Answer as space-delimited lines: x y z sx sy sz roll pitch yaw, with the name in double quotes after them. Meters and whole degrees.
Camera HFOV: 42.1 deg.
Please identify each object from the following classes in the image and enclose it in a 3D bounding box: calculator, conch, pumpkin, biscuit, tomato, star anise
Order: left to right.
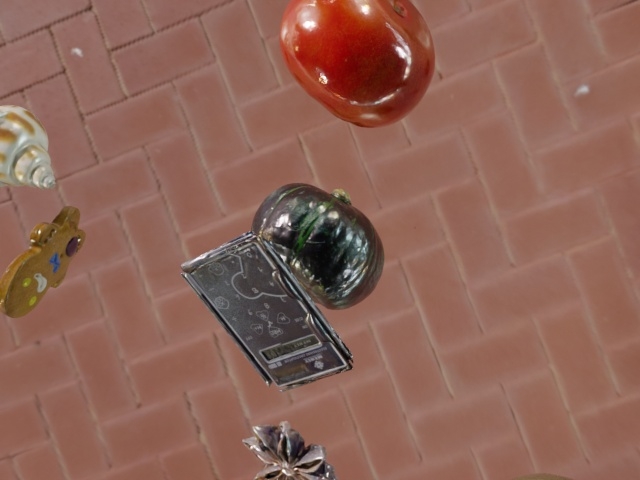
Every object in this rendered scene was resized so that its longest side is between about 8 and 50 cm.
-0.578 -0.166 1.471 0.275 0.183 0.148 9 102 22 "conch"
-0.522 0.046 1.566 0.039 0.180 0.236 25 57 12 "biscuit"
-0.081 0.114 1.257 0.166 0.028 0.274 -24 113 28 "calculator"
-0.055 0.420 1.610 0.230 0.081 0.262 23 132 30 "star anise"
0.000 0.000 1.805 0.315 0.315 0.238 34 86 5 "pumpkin"
0.048 -0.227 0.978 0.136 0.195 0.195 -38 86 35 "tomato"

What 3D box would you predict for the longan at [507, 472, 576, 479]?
0.342 0.530 1.250 0.288 0.288 0.350 2 71 6 "longan"
